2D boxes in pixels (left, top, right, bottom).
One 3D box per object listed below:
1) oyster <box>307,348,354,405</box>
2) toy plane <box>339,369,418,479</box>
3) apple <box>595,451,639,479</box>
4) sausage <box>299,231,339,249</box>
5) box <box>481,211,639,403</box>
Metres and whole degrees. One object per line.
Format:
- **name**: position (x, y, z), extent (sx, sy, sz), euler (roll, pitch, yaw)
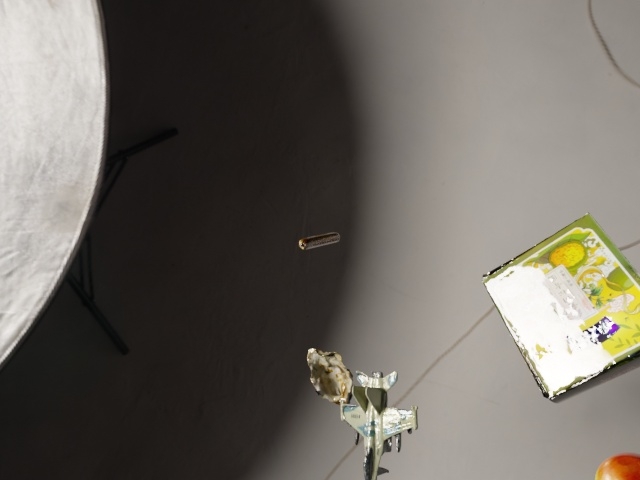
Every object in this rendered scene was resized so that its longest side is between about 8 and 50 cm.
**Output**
- **oyster**: position (0.030, 0.310, 1.120), extent (0.103, 0.051, 0.148), euler (-10, 95, 26)
- **toy plane**: position (0.108, 0.384, 0.950), extent (0.192, 0.088, 0.262), euler (-11, 78, 44)
- **apple**: position (0.718, 0.567, 1.125), extent (0.139, 0.163, 0.163), euler (-29, 81, 2)
- **sausage**: position (0.000, 0.000, 0.633), extent (0.015, 0.100, 0.015), euler (4, 99, 29)
- **box**: position (0.724, 0.190, 1.417), extent (0.373, 0.138, 0.420), euler (-37, 49, 23)
